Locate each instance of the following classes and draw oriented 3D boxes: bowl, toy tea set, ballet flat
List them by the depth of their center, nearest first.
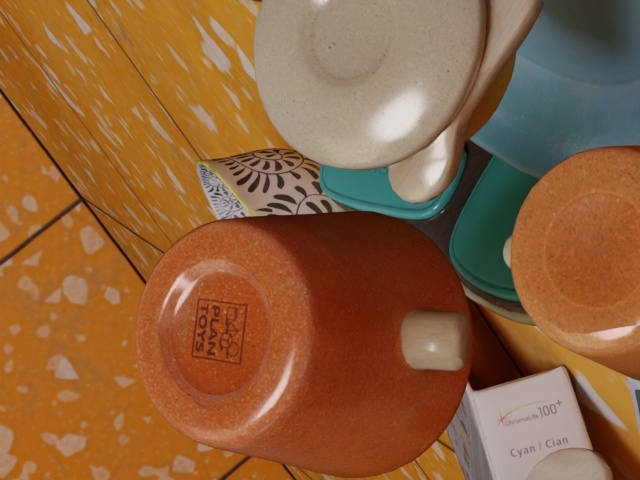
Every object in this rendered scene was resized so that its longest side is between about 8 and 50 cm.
[{"bbox_3d":[0.087,0.049,0.545,0.336,0.200,0.124,44,-161,30],"label":"toy tea set"},{"bbox_3d":[0.086,-0.010,0.780,0.086,0.086,0.248,56,169,-27],"label":"ballet flat"},{"bbox_3d":[0.000,0.000,1.097,0.170,0.080,0.170,53,171,13],"label":"bowl"}]

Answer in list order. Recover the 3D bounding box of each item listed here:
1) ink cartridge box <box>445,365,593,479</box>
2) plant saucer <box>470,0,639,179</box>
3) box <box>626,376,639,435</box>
[{"bbox_3d":[0.127,0.143,1.124,0.296,0.066,0.261,76,178,-66],"label":"ink cartridge box"},{"bbox_3d":[0.023,-0.152,0.612,0.317,0.044,0.317,48,168,13],"label":"plant saucer"},{"bbox_3d":[0.241,0.141,0.584,0.290,0.087,0.169,43,167,33],"label":"box"}]
